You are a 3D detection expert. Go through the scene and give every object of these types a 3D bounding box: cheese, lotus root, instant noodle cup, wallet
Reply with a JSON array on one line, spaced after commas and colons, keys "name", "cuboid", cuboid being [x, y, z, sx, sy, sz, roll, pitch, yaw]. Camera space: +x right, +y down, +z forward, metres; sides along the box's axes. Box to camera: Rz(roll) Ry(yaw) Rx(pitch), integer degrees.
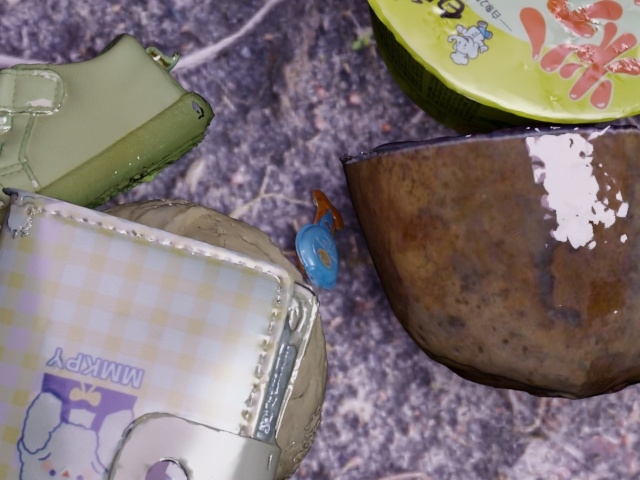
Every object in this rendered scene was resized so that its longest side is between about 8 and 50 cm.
[{"name": "cheese", "cuboid": [0.001, 0.000, 1.262, 0.017, 0.111, 0.047, -27, 114, 23]}, {"name": "lotus root", "cuboid": [0.154, 0.012, 1.206, 0.272, 0.272, 0.192, -10, 92, -5]}, {"name": "instant noodle cup", "cuboid": [0.161, -0.208, 1.245, 0.311, 0.221, 0.311, 1, 81, -4]}, {"name": "wallet", "cuboid": [-0.142, 0.142, 1.099, 0.223, 0.077, 0.309, 16, 84, 5]}]

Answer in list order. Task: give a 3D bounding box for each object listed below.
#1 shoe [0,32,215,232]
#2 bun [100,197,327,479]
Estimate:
[{"name": "shoe", "cuboid": [-0.201, -0.055, 1.239, 0.262, 0.140, 0.128, -28, 77, -25]}, {"name": "bun", "cuboid": [-0.116, 0.092, 1.213, 0.259, 0.152, 0.259, 1, 77, -3]}]
